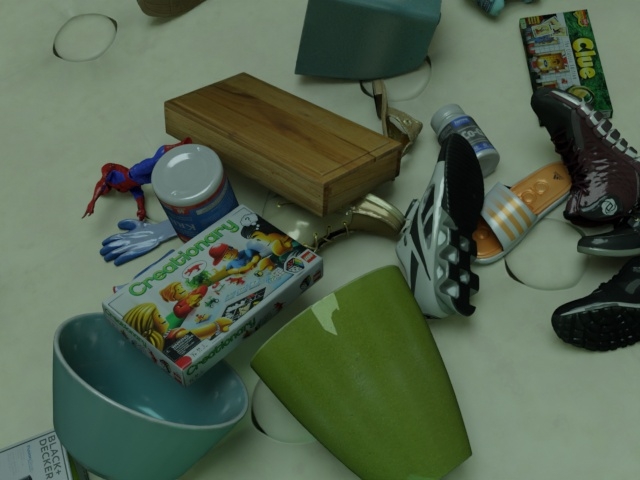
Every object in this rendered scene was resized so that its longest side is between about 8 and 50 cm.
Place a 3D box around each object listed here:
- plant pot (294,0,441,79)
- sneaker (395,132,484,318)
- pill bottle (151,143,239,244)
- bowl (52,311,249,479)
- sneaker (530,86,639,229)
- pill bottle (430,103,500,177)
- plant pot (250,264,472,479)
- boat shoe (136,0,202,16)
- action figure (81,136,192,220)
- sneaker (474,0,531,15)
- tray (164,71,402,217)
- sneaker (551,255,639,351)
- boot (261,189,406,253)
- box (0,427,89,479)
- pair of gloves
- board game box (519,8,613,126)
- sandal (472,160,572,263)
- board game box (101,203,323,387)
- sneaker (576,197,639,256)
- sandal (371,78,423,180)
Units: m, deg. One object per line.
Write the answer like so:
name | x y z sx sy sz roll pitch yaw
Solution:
plant pot | 0.105 -0.464 1.778 0.252 0.247 0.248 12 61 -2
sneaker | 0.189 -0.027 1.548 0.146 0.122 0.331 -11 60 42
pill bottle | -0.206 -0.057 1.592 0.124 0.221 0.124 -5 58 8
bowl | -0.283 0.259 1.401 0.311 0.311 0.163 31 106 25
sneaker | 0.439 -0.124 1.553 0.281 0.106 0.162 41 81 4
pill bottle | 0.262 -0.181 1.668 0.078 0.078 0.137 -26 59 -6
plant pot | 0.088 0.234 1.367 0.274 0.275 0.293 -32 76 -10
boat shoe | -0.286 -0.585 2.000 0.285 0.103 0.092 -34 54 -15
action figure | -0.333 -0.094 1.681 0.280 0.091 0.139 -9 59 40
sneaker | 0.427 -0.552 1.865 0.283 0.110 0.122 -33 77 -7
tray | -0.075 -0.188 1.654 0.411 0.076 0.203 29 42 34
sneaker | 0.502 0.090 1.466 0.283 0.107 0.124 -10 43 0
boot | 0.000 0.000 1.596 0.262 0.095 0.203 16 65 17
box | -0.511 0.427 1.434 0.290 0.087 0.169 -20 58 -2
pair of gloves | -0.321 0.032 1.677 0.159 0.023 0.198 -22 59 -4
board game box | 0.469 -0.336 1.754 0.136 0.030 0.260 -6 59 4
sandal | 0.342 -0.071 1.588 0.265 0.076 0.102 -39 60 -13
board game box | -0.167 0.079 1.457 0.193 0.053 0.305 33 55 28
sneaker | 0.524 -0.042 1.504 0.222 0.083 0.118 -9 97 -8
sandal | 0.151 -0.220 1.708 0.079 0.088 0.240 -10 52 3
